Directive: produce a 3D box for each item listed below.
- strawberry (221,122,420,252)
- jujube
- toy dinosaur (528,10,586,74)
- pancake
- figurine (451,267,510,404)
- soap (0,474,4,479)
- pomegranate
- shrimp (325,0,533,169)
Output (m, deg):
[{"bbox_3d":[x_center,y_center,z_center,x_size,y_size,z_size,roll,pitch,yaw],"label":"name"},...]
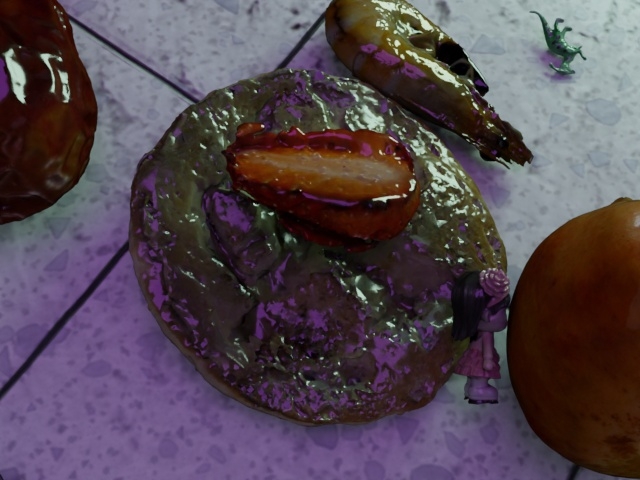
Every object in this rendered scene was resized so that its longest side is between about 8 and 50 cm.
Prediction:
[{"bbox_3d":[0.002,-0.052,0.842,0.188,0.082,0.121,11,46,2],"label":"strawberry"},{"bbox_3d":[-0.342,-0.183,0.896,0.216,0.216,0.342,-16,58,-12],"label":"jujube"},{"bbox_3d":[0.277,-0.232,1.059,0.083,0.021,0.062,21,80,2],"label":"toy dinosaur"},{"bbox_3d":[-0.001,0.000,0.902,0.386,0.082,0.387,3,72,-11],"label":"pancake"},{"bbox_3d":[0.149,0.089,0.839,0.054,0.072,0.129,5,90,-2],"label":"figurine"},{"bbox_3d":[-0.351,0.310,0.741,0.150,0.094,0.261,19,68,8],"label":"soap"},{"bbox_3d":[0.291,0.074,0.817,0.229,0.252,0.270,12,46,-10],"label":"pomegranate"},{"bbox_3d":[0.131,-0.189,1.010,0.287,0.063,0.152,37,46,1],"label":"shrimp"}]
